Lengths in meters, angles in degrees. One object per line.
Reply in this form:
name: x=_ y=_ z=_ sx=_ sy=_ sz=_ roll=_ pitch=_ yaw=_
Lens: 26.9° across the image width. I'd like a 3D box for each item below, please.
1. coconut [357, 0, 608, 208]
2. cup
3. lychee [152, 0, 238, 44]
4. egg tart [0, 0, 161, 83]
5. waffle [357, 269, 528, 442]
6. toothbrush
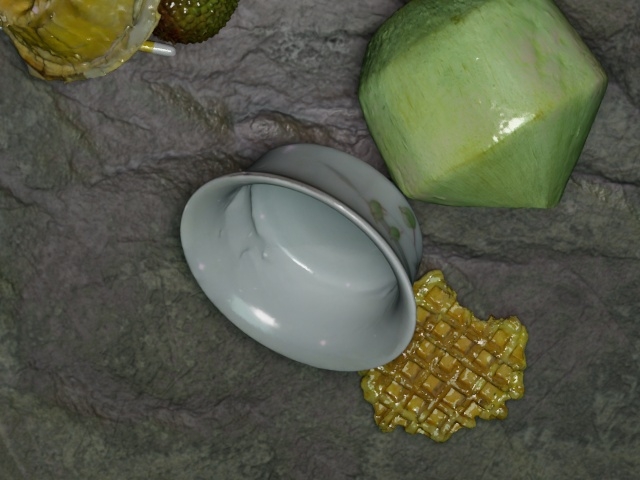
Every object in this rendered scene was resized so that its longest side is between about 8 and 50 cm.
coconut: x=0.217 y=-0.179 z=1.744 sx=0.329 sy=0.281 sz=0.328 roll=4 pitch=74 yaw=-13
cup: x=0.000 y=0.000 z=1.809 sx=0.347 sy=0.163 sz=0.347 roll=20 pitch=139 yaw=18
lychee: x=-0.173 y=-0.331 z=1.721 sx=0.171 sy=0.171 sz=0.171 roll=-1 pitch=109 yaw=-4
egg tart: x=-0.329 y=-0.344 z=1.658 sx=0.315 sy=0.120 sz=0.314 roll=6 pitch=101 yaw=33
waffle: x=0.181 y=0.172 z=1.984 sx=0.291 sy=0.051 sz=0.291 roll=-1 pitch=109 yaw=-3
toothbrush: x=-0.337 y=-0.281 z=1.801 sx=0.288 sy=0.021 sz=0.024 roll=8 pitch=118 yaw=-7
